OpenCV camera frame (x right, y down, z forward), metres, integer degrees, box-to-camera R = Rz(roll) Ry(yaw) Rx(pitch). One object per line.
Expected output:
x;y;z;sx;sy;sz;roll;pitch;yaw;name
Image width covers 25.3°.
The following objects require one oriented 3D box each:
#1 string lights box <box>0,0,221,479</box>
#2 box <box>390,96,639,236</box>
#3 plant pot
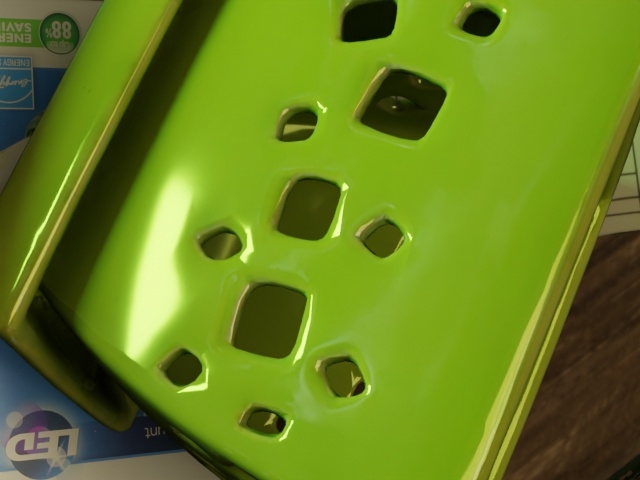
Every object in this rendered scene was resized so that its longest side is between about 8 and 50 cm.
-0.121;0.016;0.702;0.133;0.077;0.259;-3;90;-28;string lights box
0.112;-0.115;0.762;0.127;0.149;0.232;-12;95;-65;box
0.000;0.000;0.581;0.207;0.227;0.228;22;76;12;plant pot
